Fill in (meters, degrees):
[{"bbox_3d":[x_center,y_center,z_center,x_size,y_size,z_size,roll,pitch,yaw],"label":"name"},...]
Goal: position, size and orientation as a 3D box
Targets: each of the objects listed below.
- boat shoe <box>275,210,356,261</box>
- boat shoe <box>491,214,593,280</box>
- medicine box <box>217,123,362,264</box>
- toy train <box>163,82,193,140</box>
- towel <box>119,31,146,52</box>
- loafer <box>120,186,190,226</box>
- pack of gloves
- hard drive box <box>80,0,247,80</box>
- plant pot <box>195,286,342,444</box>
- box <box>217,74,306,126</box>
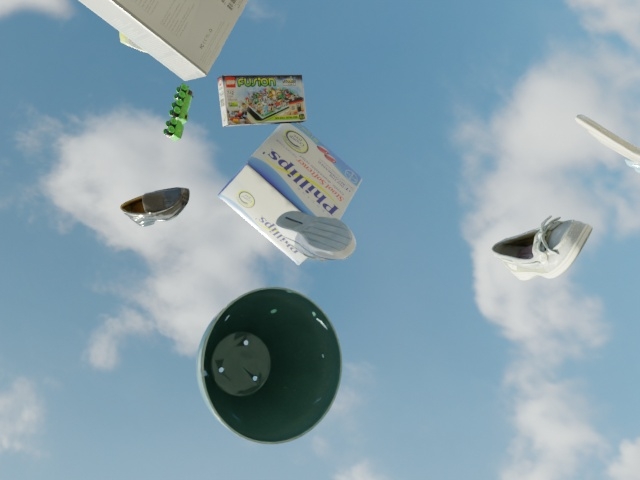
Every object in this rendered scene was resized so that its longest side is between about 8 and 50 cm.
[{"bbox_3d":[0.000,0.000,1.126,0.083,0.226,0.076,-38,-55,-16],"label":"boat shoe"},{"bbox_3d":[0.493,0.015,1.315,0.103,0.320,0.118,32,-101,0],"label":"boat shoe"},{"bbox_3d":[-0.067,-0.135,1.470,0.263,0.149,0.289,41,-142,-9],"label":"medicine box"},{"bbox_3d":[-0.180,-0.165,0.743,0.023,0.017,0.083,30,-122,-38],"label":"toy train"},{"bbox_3d":[-0.348,-0.394,1.122,0.083,0.060,0.009,17,-130,-1],"label":"towel"},{"bbox_3d":[-0.333,-0.072,1.166,0.061,0.170,0.062,29,-130,-47],"label":"loafer"},{"bbox_3d":[0.411,-0.061,0.620,0.195,0.232,0.046,17,-64,-41],"label":"pack of gloves"},{"bbox_3d":[-0.257,-0.412,0.961,0.232,0.089,0.181,35,-106,-37],"label":"hard drive box"},{"bbox_3d":[-0.129,0.249,1.176,0.290,0.195,0.291,6,-104,-28],"label":"plant pot"},{"bbox_3d":[-0.136,-0.333,1.376,0.206,0.036,0.114,-10,-83,-28],"label":"box"}]
